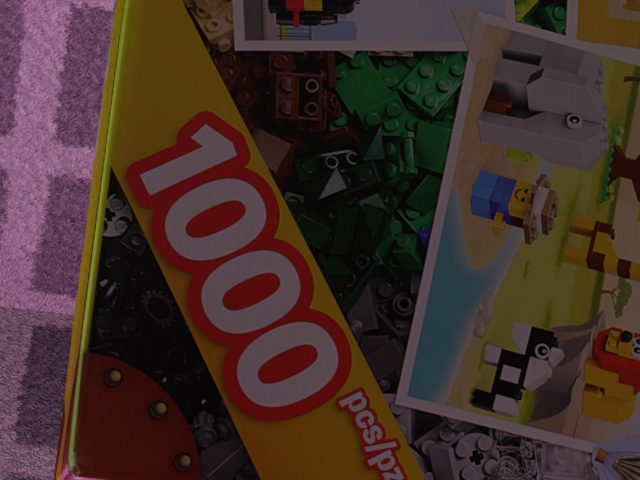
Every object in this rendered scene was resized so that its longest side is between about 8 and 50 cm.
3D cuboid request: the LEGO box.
[{"bbox_3d":[0.072,-0.089,0.907,0.193,0.372,0.500,130,146,-73],"label":"LEGO box"}]
